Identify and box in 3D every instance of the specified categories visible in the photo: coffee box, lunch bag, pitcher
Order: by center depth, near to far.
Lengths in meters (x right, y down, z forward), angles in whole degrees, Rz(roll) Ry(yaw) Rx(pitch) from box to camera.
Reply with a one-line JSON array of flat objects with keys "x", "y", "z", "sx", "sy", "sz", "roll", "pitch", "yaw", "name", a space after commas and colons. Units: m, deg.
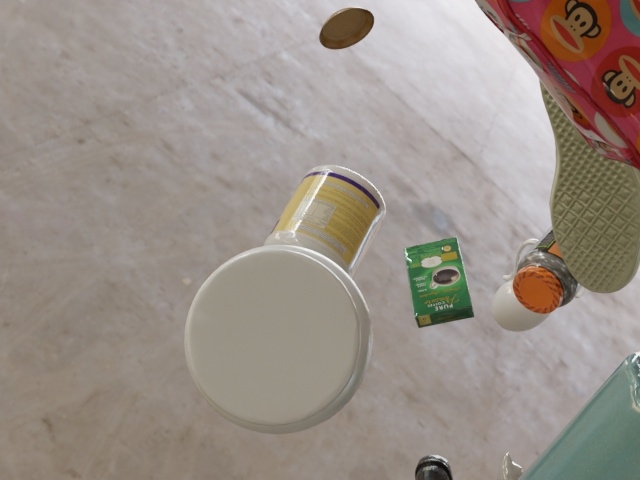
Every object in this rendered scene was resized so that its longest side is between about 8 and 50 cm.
[{"x": 0.312, "y": -0.231, "z": 0.886, "sx": 0.293, "sy": 0.258, "sz": 0.120, "roll": 43, "pitch": 5, "yaw": -21, "name": "lunch bag"}, {"x": 0.226, "y": 0.080, "z": 1.829, "sx": 0.184, "sy": 0.113, "sz": 0.040, "roll": -96, "pitch": 171, "yaw": -45, "name": "coffee box"}, {"x": 0.485, "y": 0.108, "z": 2.223, "sx": 0.125, "sy": 0.207, "sz": 0.178, "roll": -23, "pitch": 76, "yaw": -47, "name": "pitcher"}]

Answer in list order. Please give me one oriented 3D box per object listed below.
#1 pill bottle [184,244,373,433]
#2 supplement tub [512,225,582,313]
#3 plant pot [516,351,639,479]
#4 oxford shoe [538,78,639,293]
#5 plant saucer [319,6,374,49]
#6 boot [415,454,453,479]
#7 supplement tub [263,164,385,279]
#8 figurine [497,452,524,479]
[{"x": -0.044, "y": 0.113, "z": 1.085, "sx": 0.204, "sy": 0.204, "sz": 0.361, "roll": 45, "pitch": -4, "yaw": 5, "name": "pill bottle"}, {"x": 0.434, "y": 0.045, "z": 1.727, "sx": 0.117, "sy": 0.117, "sz": 0.190, "roll": 46, "pitch": 51, "yaw": 6, "name": "supplement tub"}, {"x": 0.375, "y": 0.333, "z": 1.106, "sx": 0.341, "sy": 0.334, "sz": 0.341, "roll": 25, "pitch": 20, "yaw": -10, "name": "plant pot"}, {"x": 0.465, "y": -0.133, "z": 1.586, "sx": 0.130, "sy": 0.169, "sz": 0.449, "roll": -26, "pitch": 108, "yaw": -54, "name": "oxford shoe"}, {"x": 0.035, "y": -0.302, "z": 1.332, "sx": 0.083, "sy": 0.083, "sz": 0.015, "roll": 13, "pitch": 48, "yaw": -51, "name": "plant saucer"}, {"x": 0.201, "y": 0.534, "z": 1.685, "sx": 0.207, "sy": 0.094, "sz": 0.246, "roll": -49, "pitch": 129, "yaw": -65, "name": "boot"}, {"x": 0.000, "y": 0.000, "z": 2.402, "sx": 0.241, "sy": 0.241, "sz": 0.331, "roll": 38, "pitch": 59, "yaw": -13, "name": "supplement tub"}, {"x": 0.386, "y": 0.568, "z": 1.929, "sx": 0.209, "sy": 0.092, "sz": 0.215, "roll": -75, "pitch": 159, "yaw": -46, "name": "figurine"}]
